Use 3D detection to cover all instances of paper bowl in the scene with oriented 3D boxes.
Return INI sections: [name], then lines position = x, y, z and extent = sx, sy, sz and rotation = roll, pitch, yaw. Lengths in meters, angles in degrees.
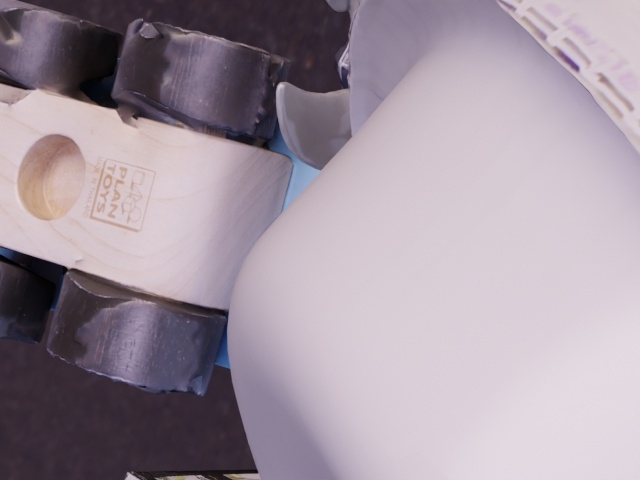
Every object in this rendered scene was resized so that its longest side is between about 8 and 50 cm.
[paper bowl]
position = 0.081, 0.066, 0.416
extent = 0.148, 0.284, 0.284
rotation = -24, 124, -12

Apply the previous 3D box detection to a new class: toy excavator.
[toy excavator]
position = 0.000, 0.000, 1.339
extent = 0.433, 0.445, 0.222
rotation = 15, 92, 33

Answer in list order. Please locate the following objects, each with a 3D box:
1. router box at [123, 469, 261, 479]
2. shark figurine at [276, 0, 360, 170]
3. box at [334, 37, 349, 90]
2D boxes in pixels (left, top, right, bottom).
[router box]
position = 0.024, 0.140, 0.731
extent = 0.179, 0.133, 0.046
rotation = 24, 101, 38
[shark figurine]
position = 0.049, -0.081, 0.745
extent = 0.116, 0.166, 0.278
rotation = 9, 137, 21
[box]
position = 0.200, -0.034, 1.048
extent = 0.343, 0.179, 0.312
rotation = 22, 159, 11
